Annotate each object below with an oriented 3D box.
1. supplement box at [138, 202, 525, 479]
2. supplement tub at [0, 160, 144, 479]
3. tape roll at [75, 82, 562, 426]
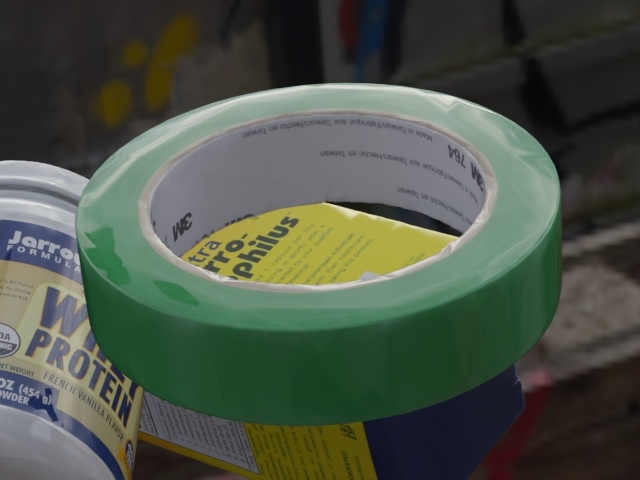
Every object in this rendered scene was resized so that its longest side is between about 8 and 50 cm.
[{"bbox_3d":[-0.021,0.095,1.832,0.357,0.194,0.195,16,46,34],"label":"supplement box"},{"bbox_3d":[-0.252,0.110,1.568,0.228,0.228,0.316,-2,43,4],"label":"supplement tub"},{"bbox_3d":[0.000,0.000,1.328,0.321,0.077,0.321,-4,32,2],"label":"tape roll"}]
